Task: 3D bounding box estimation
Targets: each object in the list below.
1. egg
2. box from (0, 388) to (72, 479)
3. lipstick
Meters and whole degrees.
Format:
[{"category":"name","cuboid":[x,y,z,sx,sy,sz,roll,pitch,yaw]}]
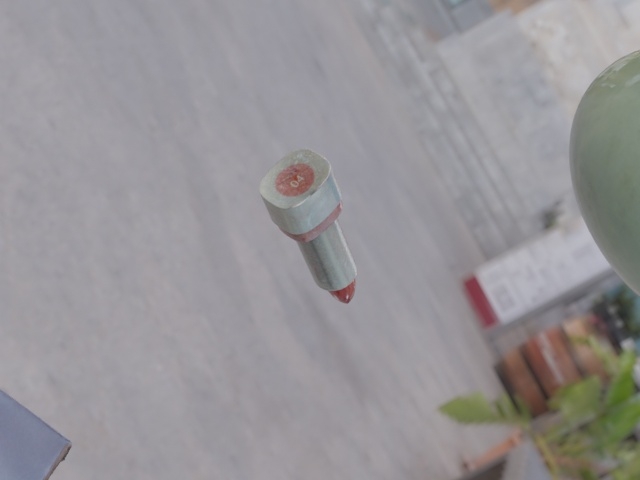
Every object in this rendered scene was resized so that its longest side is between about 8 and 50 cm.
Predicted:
[{"category":"egg","cuboid":[0.413,-0.045,1.670,0.389,0.276,0.276,43,-2,35]},{"category":"box","cuboid":[-0.364,0.252,1.472,0.153,0.188,0.252,37,57,-11]},{"category":"lipstick","cuboid":[-0.001,0.000,1.496,0.057,0.063,0.186,34,-20,34]}]
